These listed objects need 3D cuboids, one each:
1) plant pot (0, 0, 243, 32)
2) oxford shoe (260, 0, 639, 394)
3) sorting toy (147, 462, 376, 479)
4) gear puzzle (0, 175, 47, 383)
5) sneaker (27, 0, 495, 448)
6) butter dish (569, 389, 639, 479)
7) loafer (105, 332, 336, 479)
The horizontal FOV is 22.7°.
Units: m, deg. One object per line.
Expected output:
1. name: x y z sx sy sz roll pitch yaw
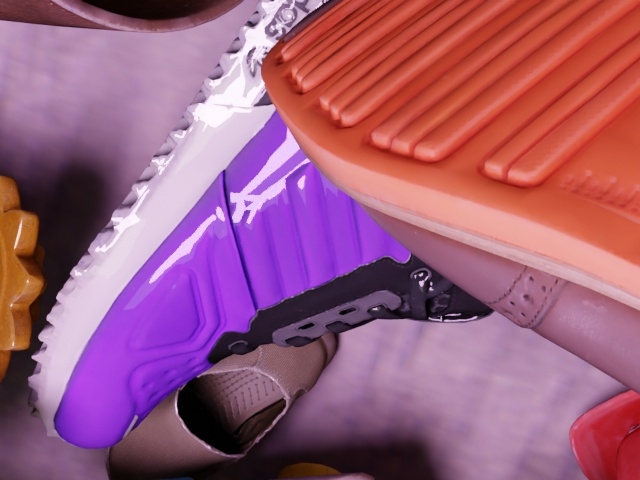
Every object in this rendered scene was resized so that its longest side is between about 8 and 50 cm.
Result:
1. plant pot: -0.152 -0.175 0.573 0.230 0.215 0.215 1 117 36
2. oxford shoe: 0.099 0.005 0.424 0.130 0.363 0.133 -35 123 -13
3. sorting toy: -0.023 0.151 0.741 0.347 0.047 0.196 -8 140 26
4. gear puzzle: -0.200 0.074 0.737 0.339 0.044 0.175 -45 53 41
5. sneaker: 0.000 0.000 0.637 0.146 0.102 0.293 35 115 -4
6. butter dish: 0.190 0.129 0.634 0.160 0.118 0.160 -27 103 30
7. loafer: -0.056 0.080 0.739 0.056 0.050 0.148 44 121 -4
